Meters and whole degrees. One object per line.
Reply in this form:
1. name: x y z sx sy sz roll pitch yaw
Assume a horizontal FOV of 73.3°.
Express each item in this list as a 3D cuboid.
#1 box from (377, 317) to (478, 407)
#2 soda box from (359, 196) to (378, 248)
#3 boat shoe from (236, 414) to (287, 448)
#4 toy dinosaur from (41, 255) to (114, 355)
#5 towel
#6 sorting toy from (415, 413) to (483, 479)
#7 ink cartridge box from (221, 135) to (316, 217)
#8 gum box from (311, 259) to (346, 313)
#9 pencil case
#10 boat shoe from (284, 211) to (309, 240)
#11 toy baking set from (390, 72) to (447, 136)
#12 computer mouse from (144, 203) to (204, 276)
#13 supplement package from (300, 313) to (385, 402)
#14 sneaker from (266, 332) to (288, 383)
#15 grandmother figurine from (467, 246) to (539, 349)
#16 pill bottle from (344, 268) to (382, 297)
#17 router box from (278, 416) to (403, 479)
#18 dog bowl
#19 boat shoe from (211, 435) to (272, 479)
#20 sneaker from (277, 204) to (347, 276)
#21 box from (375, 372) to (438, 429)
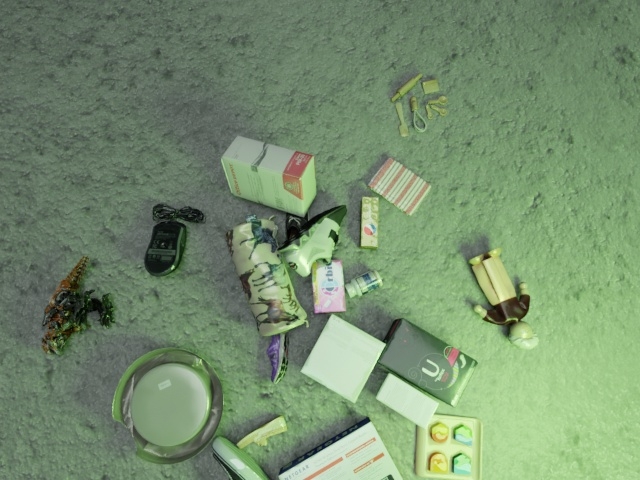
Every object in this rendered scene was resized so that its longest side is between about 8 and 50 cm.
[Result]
1. box: 0.331 0.387 1.386 0.271 0.143 0.165 29 79 7
2. soda box: 0.173 -0.062 1.525 0.062 0.058 0.181 3 79 1
3. boat shoe: -0.185 0.628 1.379 0.170 0.063 0.059 -29 74 -6
4. toy dinosaur: -0.833 0.220 1.433 0.219 0.164 0.321 6 100 18
5. towel: 0.289 -0.196 1.570 0.197 0.029 0.144 37 81 5
6. sorting toy: 0.415 0.665 1.381 0.209 0.038 0.192 5 78 2
7. ink cartridge box: -0.167 -0.216 1.453 0.283 0.207 0.117 18 59 13
8. gum box: 0.026 0.155 1.477 0.107 0.062 0.188 -4 78 -1
9. pencil case: -0.176 0.120 1.437 0.184 0.160 0.410 -24 78 12
10. boat shoe: -0.084 -0.054 1.515 0.084 0.079 0.232 4 75 2
11. toy baking set: 0.369 -0.517 1.633 0.256 0.030 0.196 -38 81 -7
12. computer mouse: -0.525 0.008 1.513 0.189 0.072 0.272 8 66 4
13. supplement package: 0.070 0.373 1.387 0.194 0.149 0.203 29 80 6
14. sneaker: -0.148 0.390 1.439 0.071 0.068 0.169 -2 69 15
15. grandmother figurine: 0.617 0.205 1.448 0.208 0.104 0.342 -25 76 4
16. pill bottle: 0.146 0.150 1.475 0.120 0.067 0.067 -24 79 -5
17. router box: 0.087 0.775 1.337 0.336 0.082 0.301 -28 79 -5
18. dog bowl: -0.474 0.520 1.384 0.349 0.102 0.348 0 78 0
19. boat shoe: -0.229 0.757 1.322 0.335 0.121 0.119 43 78 7
20. sneaker: 0.000 0.000 1.460 0.330 0.122 0.146 -43 106 -37
21. box: 0.270 0.502 1.358 0.171 0.130 0.091 28 80 16
